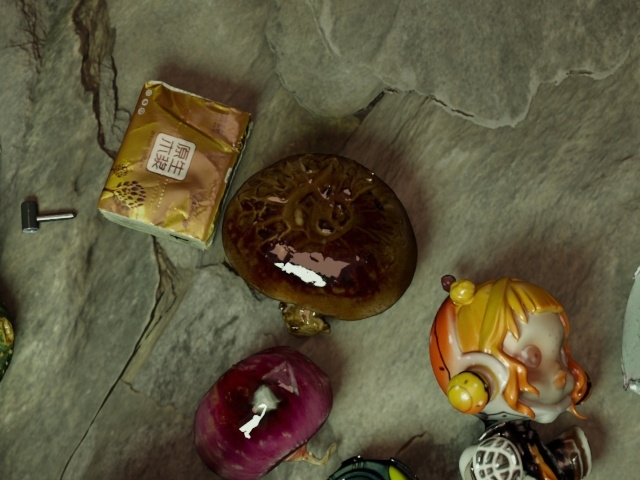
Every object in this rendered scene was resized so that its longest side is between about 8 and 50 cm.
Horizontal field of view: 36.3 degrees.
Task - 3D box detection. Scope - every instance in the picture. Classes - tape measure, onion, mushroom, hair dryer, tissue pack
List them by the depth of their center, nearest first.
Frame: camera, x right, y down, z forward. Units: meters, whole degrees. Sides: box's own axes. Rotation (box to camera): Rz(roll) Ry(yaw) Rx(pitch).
[{"bbox_3d":[0.076,0.397,1.349,0.199,0.112,0.186,-9,52,32],"label":"tape measure"},{"bbox_3d":[-0.083,0.244,1.384,0.207,0.200,0.201,-13,77,2],"label":"onion"},{"bbox_3d":[-0.001,0.002,1.449,0.297,0.163,0.278,13,76,1],"label":"mushroom"},{"bbox_3d":[-0.222,-0.117,1.513,0.183,0.092,0.226,18,79,3],"label":"tissue pack"},{"bbox_3d":[-0.424,-0.039,1.524,0.083,0.026,0.047,-5,77,-6],"label":"hair dryer"}]

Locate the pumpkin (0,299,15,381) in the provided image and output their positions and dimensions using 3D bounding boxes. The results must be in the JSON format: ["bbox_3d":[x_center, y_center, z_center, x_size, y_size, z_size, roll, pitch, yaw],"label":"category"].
[{"bbox_3d":[-0.533,0.149,1.413,0.190,0.146,0.190,1,78,-3],"label":"pumpkin"}]

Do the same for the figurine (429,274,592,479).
[{"bbox_3d":[0.261,0.193,1.385,0.196,0.320,0.323,-16,73,41],"label":"figurine"}]

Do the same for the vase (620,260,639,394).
[{"bbox_3d":[0.671,0.149,1.396,0.445,0.250,0.250,10,76,-2],"label":"vase"}]
